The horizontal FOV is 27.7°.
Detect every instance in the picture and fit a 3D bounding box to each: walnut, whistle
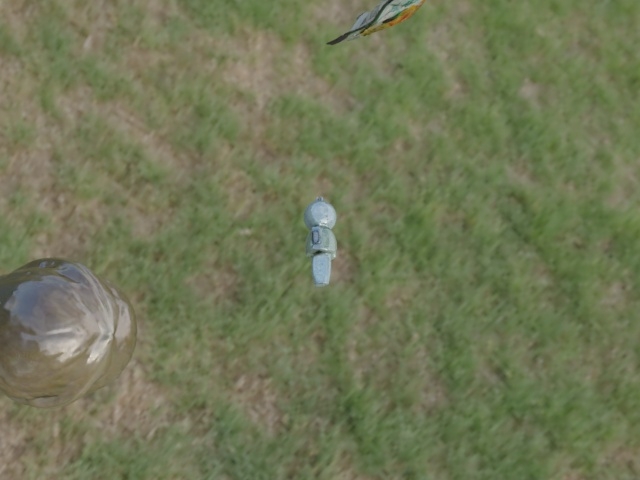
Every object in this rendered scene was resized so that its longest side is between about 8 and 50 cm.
[{"bbox_3d":[-0.248,0.085,1.186,0.140,0.162,0.140,-13,106,-53],"label":"walnut"},{"bbox_3d":[0.000,0.000,1.328,0.035,0.035,0.100,13,61,-28],"label":"whistle"}]

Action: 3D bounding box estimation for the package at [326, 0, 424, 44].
[{"bbox_3d":[0.118,-0.316,1.684,0.166,0.232,0.040,-32,94,-39],"label":"package"}]
